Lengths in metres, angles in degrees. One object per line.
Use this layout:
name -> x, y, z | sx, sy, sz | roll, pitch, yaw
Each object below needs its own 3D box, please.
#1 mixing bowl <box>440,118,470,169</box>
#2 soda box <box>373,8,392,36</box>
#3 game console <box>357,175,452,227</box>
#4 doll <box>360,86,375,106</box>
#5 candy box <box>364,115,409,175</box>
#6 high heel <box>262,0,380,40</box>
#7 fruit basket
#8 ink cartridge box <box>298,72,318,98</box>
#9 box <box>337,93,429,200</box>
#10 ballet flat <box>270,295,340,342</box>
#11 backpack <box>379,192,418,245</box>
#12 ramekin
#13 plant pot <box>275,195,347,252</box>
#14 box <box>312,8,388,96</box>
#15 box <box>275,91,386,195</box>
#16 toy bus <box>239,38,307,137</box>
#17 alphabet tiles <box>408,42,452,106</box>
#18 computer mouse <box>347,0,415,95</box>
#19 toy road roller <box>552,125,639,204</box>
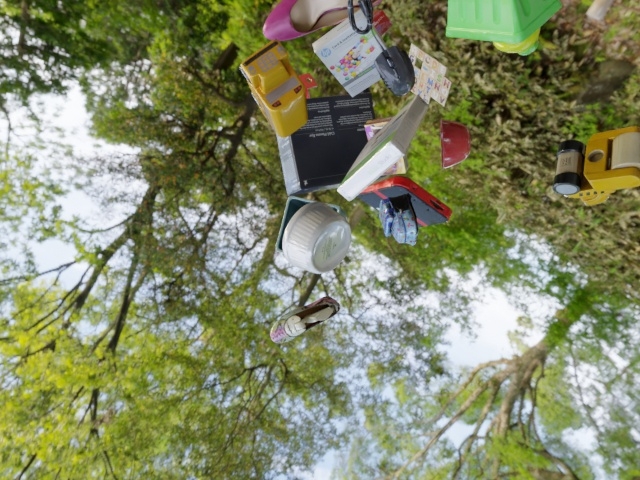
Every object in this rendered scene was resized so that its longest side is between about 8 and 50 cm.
mixing bowl -> 0.486, -0.350, 1.676 | 0.098, 0.181, 0.181 | -2, -159, 14
soda box -> 0.215, -0.983, 2.250 | 0.092, 0.263, 0.083 | 41, -168, -31
game console -> 0.412, -0.177, 2.283 | 0.386, 0.060, 0.342 | 30, 160, -27
doll -> 0.207, -0.716, 2.209 | 0.189, 0.046, 0.129 | 53, -143, -23
candy box -> 0.224, -0.314, 1.556 | 0.109, 0.186, 0.053 | -2, -147, 27
high heel -> 0.001, -0.666, 1.342 | 0.127, 0.377, 0.181 | 54, -162, -37
fruit basket -> 0.698, -0.823, 1.765 | 0.392, 0.283, 0.392 | 46, 170, 11
ink cartridge box -> -0.130, -0.634, 2.022 | 0.231, 0.078, 0.134 | -20, -132, -5
box -> 0.185, -0.272, 1.349 | 0.058, 0.232, 0.322 | 42, -136, -9
ballet flat -> -0.039, 0.225, 1.330 | 0.221, 0.077, 0.079 | -25, -171, -21
backpack -> 0.295, -0.064, 1.728 | 0.117, 0.158, 0.173 | -11, -119, -4
ramekin -> 0.000, 0.000, 1.738 | 0.127, 0.272, 0.273 | 28, -160, 37
plant pot -> -0.012, -0.034, 2.056 | 0.247, 0.247, 0.252 | 14, 179, 22
box -> 0.092, -0.464, 1.171 | 0.186, 0.145, 0.038 | 35, -145, -48
box -> 0.030, -0.349, 1.707 | 0.343, 0.312, 0.179 | -11, -179, -18
toy bus -> -0.107, -0.371, 1.180 | 0.130, 0.108, 0.332 | 56, 179, 1
alphabet tiles -> 0.431, -0.652, 1.882 | 0.009, 0.198, 0.237 | -30, -119, -21
computer mouse -> 0.125, -0.389, 0.934 | 0.242, 0.071, 0.041 | 46, -159, -36
toy road roller -> 1.046, -0.254, 1.723 | 0.241, 0.202, 0.329 | 30, 157, -34
